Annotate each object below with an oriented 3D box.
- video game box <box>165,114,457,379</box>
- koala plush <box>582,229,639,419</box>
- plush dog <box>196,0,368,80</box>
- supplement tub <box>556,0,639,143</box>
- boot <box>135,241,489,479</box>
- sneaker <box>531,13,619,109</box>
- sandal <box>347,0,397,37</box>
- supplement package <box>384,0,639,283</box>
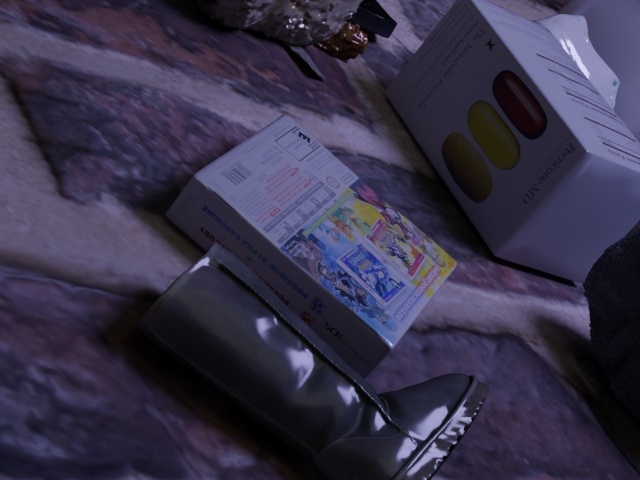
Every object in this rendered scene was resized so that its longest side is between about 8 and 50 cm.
[{"bbox_3d":[0.000,0.000,1.267,0.187,0.048,0.205,39,24,4],"label":"video game box"},{"bbox_3d":[0.360,0.073,1.493,0.203,0.196,0.221,41,26,30],"label":"koala plush"},{"bbox_3d":[0.013,-0.302,1.590,0.210,0.225,0.262,30,25,-20],"label":"plush dog"},{"bbox_3d":[0.365,-0.179,1.896,0.191,0.191,0.272,48,15,18],"label":"supplement tub"},{"bbox_3d":[-0.002,0.081,1.106,0.208,0.076,0.189,36,25,8],"label":"boot"},{"bbox_3d":[0.278,-0.133,1.743,0.094,0.080,0.212,-20,97,-35],"label":"sneaker"},{"bbox_3d":[0.006,-0.311,1.804,0.097,0.054,0.254,12,36,-46],"label":"sandal"},{"bbox_3d":[0.193,-0.098,1.599,0.133,0.139,0.244,16,32,-41],"label":"supplement package"}]
